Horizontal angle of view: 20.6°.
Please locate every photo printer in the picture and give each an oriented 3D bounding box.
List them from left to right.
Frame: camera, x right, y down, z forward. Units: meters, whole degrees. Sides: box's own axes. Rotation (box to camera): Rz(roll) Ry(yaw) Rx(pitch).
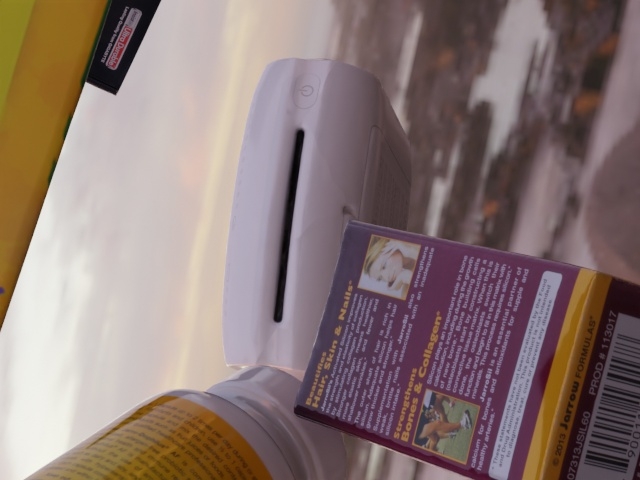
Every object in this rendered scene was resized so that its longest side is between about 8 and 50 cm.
[{"bbox_3d":[0.000,0.000,1.400,0.307,0.107,0.256,44,-128,-78],"label":"photo printer"}]

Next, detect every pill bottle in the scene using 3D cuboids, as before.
[{"bbox_3d":[-0.083,0.145,0.875,0.208,0.117,0.117,-32,-34,-44],"label":"pill bottle"}]

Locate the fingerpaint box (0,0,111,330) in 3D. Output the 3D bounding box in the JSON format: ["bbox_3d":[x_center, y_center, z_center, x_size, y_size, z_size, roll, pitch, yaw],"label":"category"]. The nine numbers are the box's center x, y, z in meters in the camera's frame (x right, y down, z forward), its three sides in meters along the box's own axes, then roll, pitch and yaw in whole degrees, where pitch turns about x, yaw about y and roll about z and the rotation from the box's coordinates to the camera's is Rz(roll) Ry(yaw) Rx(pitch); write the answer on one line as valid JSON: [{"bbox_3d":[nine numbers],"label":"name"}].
[{"bbox_3d":[-0.282,-0.152,0.583,0.163,0.445,0.371,-86,16,-51],"label":"fingerpaint box"}]

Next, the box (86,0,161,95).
[{"bbox_3d":[-0.195,-0.250,1.389,0.220,0.175,0.051,-64,18,3],"label":"box"}]

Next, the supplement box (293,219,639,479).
[{"bbox_3d":[0.081,0.058,0.829,0.188,0.081,0.104,13,86,55],"label":"supplement box"}]
